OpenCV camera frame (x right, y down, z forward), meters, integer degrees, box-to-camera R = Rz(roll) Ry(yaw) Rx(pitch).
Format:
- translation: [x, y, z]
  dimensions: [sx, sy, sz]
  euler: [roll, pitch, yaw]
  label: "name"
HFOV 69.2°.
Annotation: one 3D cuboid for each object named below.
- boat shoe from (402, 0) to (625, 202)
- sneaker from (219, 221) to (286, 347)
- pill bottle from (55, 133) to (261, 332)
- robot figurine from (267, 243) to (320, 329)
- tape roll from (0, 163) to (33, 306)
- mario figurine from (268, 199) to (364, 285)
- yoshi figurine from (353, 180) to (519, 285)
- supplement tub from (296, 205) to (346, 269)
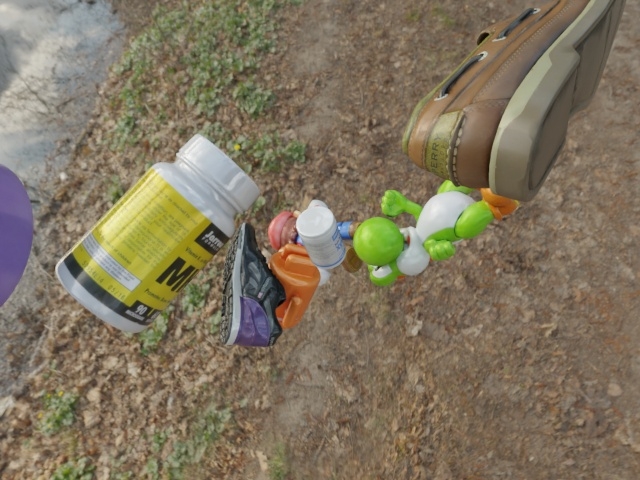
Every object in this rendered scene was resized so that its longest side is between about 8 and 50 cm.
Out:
- translation: [0.179, -0.154, 0.402]
  dimensions: [0.105, 0.110, 0.307]
  euler: [20, 47, 32]
  label: "boat shoe"
- translation: [-0.136, 0.094, 0.976]
  dimensions: [0.124, 0.107, 0.283]
  euler: [12, 53, -21]
  label: "sneaker"
- translation: [-0.173, -0.011, 0.519]
  dimensions: [0.119, 0.119, 0.208]
  euler: [39, 84, 27]
  label: "pill bottle"
- translation: [-0.079, 0.113, 1.070]
  dimensions: [0.158, 0.219, 0.128]
  euler: [38, 29, 24]
  label: "robot figurine"
- translation: [-0.387, -0.004, 0.450]
  dimensions: [0.189, 0.080, 0.188]
  euler: [-3, 77, 15]
  label: "tape roll"
- translation: [0.000, 0.000, 1.256]
  dimensions: [0.321, 0.170, 0.198]
  euler: [12, 37, 43]
  label: "mario figurine"
- translation: [0.214, -0.036, 0.998]
  dimensions: [0.362, 0.203, 0.203]
  euler: [-42, 87, 25]
  label: "yoshi figurine"
- translation: [0.003, -0.003, 0.841]
  dimensions: [0.071, 0.107, 0.070]
  euler: [-8, 53, 11]
  label: "supplement tub"
